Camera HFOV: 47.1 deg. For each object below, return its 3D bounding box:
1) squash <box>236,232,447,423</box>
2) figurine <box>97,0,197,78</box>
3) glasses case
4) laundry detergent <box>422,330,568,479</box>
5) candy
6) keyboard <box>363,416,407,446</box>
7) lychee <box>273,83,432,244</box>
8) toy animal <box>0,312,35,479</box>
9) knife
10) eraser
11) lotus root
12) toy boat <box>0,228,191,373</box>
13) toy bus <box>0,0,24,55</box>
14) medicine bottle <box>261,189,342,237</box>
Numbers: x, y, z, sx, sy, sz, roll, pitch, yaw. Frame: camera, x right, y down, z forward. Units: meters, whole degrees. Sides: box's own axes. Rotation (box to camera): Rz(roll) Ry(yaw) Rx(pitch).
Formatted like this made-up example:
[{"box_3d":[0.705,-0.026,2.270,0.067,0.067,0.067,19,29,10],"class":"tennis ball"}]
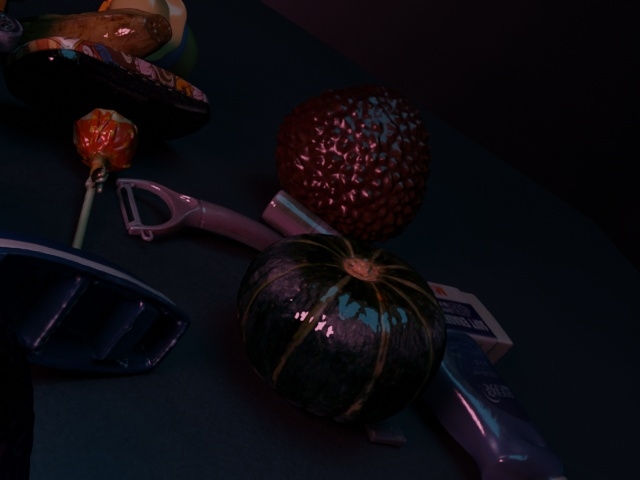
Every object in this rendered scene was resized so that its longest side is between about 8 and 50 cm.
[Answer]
[{"box_3d":[0.024,0.097,0.864,0.252,0.165,0.252,18,28,-10],"class":"squash"},{"box_3d":[-0.286,-0.321,1.206,0.154,0.180,0.262,49,-18,13],"class":"figurine"},{"box_3d":[-0.283,-0.203,1.023,0.321,0.122,0.082,11,68,-59],"class":"glasses case"},{"box_3d":[0.234,0.252,0.972,0.143,0.094,0.290,17,29,-50],"class":"laundry detergent"},{"box_3d":[-0.277,-0.068,0.885,0.084,0.078,0.287,8,39,-10],"class":"candy"},{"box_3d":[0.052,0.186,0.933,0.055,0.014,0.176,19,28,-36],"class":"keyboard"},{"box_3d":[0.056,-0.135,1.260,0.276,0.276,0.304,11,50,-49],"class":"lychee"},{"box_3d":[-0.239,0.111,0.414,0.122,0.185,0.298,15,49,-53],"class":"toy animal"},{"box_3d":[-0.137,-0.014,1.000,0.278,0.053,0.123,18,34,-38],"class":"knife"},{"box_3d":[0.172,0.130,1.138,0.279,0.081,0.124,15,30,-44],"class":"eraser"},{"box_3d":[-0.339,-0.280,1.050,0.259,0.097,0.110,-1,25,17],"class":"lotus root"},{"box_3d":[-0.229,0.047,0.616,0.062,0.096,0.299,43,5,33],"class":"toy boat"},{"box_3d":[-0.459,-0.258,0.845,0.194,0.162,0.323,21,29,-30],"class":"toy bus"},{"box_3d":[0.000,0.000,1.166,0.199,0.057,0.057,38,22,0],"class":"medicine bottle"}]
